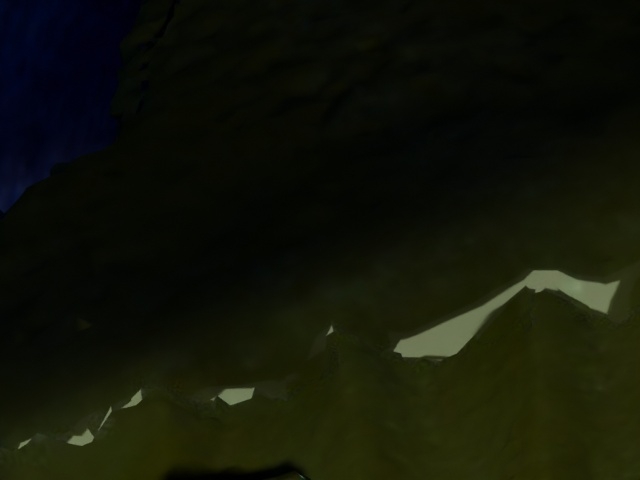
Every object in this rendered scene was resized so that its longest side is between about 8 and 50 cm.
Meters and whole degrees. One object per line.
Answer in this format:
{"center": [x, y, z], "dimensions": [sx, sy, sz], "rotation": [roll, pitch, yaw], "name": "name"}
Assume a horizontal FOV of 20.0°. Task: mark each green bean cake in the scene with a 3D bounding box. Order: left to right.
{"center": [0.000, 0.000, 0.593], "dimensions": [0.285, 0.310, 0.202], "rotation": [-15, 130, -4], "name": "green bean cake"}
